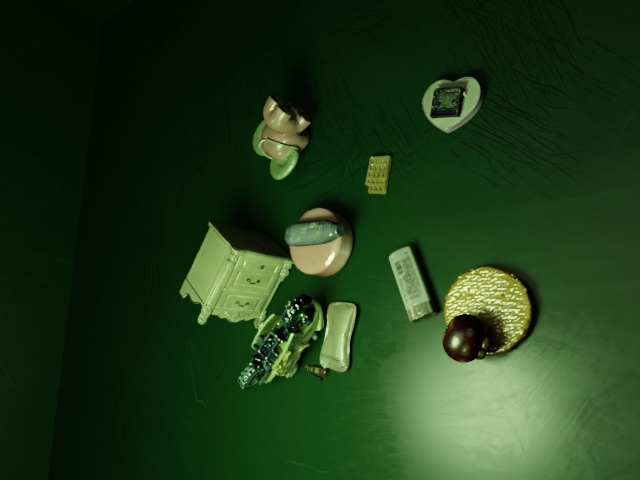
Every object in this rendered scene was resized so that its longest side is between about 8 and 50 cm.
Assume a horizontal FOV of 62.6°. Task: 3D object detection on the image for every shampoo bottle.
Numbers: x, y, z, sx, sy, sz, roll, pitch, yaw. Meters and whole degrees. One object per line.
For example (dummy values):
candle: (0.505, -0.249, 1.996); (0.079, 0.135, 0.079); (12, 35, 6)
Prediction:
shampoo bottle: (0.281, 0.133, 1.614); (0.086, 0.056, 0.227); (-32, 60, 29)
shampoo bottle: (-0.023, -0.027, 1.794); (0.234, 0.049, 0.087); (-6, 74, 40)

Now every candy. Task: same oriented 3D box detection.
candy: (0.000, 0.000, 1.867); (0.255, 0.094, 0.255); (-12, 72, 39)

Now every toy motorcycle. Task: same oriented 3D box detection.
toy motorcycle: (-0.127, 0.341, 1.798); (0.169, 0.237, 0.410); (43, 109, 24)

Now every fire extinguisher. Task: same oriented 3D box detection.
fire extinguisher: (-0.015, 0.456, 1.811); (0.100, 0.032, 0.046); (0, 113, 41)

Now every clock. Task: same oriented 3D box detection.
clock: (0.403, -0.428, 1.651); (0.198, 0.064, 0.172); (9, 84, 43)

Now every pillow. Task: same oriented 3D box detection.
pillow: (0.059, 0.322, 1.770); (0.131, 0.038, 0.232); (3, 80, 44)

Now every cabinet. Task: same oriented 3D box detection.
cabinet: (-0.317, 0.138, 1.976); (0.227, 0.290, 0.317); (40, 107, 42)

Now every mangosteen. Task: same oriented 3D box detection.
mangosteen: (0.398, 0.264, 1.400); (0.140, 0.140, 0.140); (-12, 71, 38)

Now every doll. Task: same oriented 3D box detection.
doll: (-0.164, -0.401, 2.036); (0.268, 0.216, 0.284); (-53, 53, 25)

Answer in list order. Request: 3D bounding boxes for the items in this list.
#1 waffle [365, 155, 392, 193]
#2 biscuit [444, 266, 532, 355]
waffle: (0.197, -0.225, 1.806); (0.092, 0.021, 0.134); (6, 82, 40)
biscuit: (0.459, 0.195, 1.456); (0.254, 0.035, 0.253); (-10, 74, 39)
